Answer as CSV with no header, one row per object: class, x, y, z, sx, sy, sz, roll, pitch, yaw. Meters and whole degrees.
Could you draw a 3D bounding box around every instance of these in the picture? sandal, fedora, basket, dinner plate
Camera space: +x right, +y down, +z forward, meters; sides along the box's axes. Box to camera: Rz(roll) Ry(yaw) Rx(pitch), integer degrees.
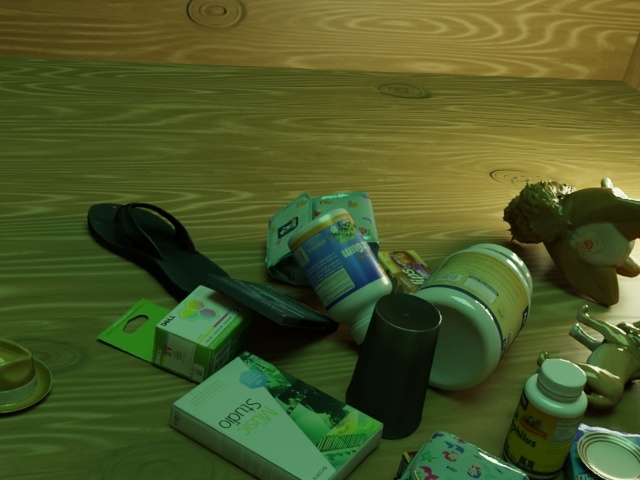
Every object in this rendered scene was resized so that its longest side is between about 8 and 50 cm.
sandal,-0.362,-0.004,2.236,0.446,0.107,0.167,32,35,32
fedora,-0.582,0.231,1.769,0.194,0.079,0.194,9,29,-5
basket,0.145,0.228,1.888,0.154,0.227,0.204,9,28,-5
dinner plate,0.546,0.409,1.828,0.141,0.017,0.141,8,29,-4

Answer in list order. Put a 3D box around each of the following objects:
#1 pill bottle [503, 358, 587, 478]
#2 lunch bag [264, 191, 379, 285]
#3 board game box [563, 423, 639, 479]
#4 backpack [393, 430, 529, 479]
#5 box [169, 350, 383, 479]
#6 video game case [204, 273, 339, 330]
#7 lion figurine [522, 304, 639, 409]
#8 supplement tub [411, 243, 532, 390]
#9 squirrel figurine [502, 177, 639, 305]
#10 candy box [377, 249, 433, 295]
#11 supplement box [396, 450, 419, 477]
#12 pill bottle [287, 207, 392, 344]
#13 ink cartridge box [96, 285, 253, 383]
pill bottle,0.421,0.329,1.821,0.117,0.215,0.117,9,29,-5
lunch bag,0.000,0.000,2.317,0.262,0.160,0.223,-3,35,-1
board game box,0.541,0.435,1.848,0.160,0.047,0.210,11,30,-1
backpack,0.209,0.449,1.577,0.225,0.191,0.253,25,37,21
box,-0.078,0.336,1.790,0.322,0.058,0.232,26,32,22
video game case,-0.096,0.132,2.050,0.196,0.026,0.274,27,5,25
lion figurine,0.618,0.273,2.109,0.240,0.142,0.392,34,49,21
supplement tub,0.313,0.151,2.081,0.228,0.228,0.316,23,31,19
squirrel figurine,0.685,-0.061,2.567,0.397,0.281,0.370,21,24,12
candy box,0.212,0.094,2.330,0.109,0.053,0.186,-3,31,-24
supplement box,0.186,0.409,1.759,0.083,0.055,0.043,-1,31,-23
pill bottle,0.059,0.080,2.102,0.152,0.152,0.272,-22,77,-45
ink cartridge box,-0.290,0.166,1.973,0.255,0.097,0.189,20,30,14
